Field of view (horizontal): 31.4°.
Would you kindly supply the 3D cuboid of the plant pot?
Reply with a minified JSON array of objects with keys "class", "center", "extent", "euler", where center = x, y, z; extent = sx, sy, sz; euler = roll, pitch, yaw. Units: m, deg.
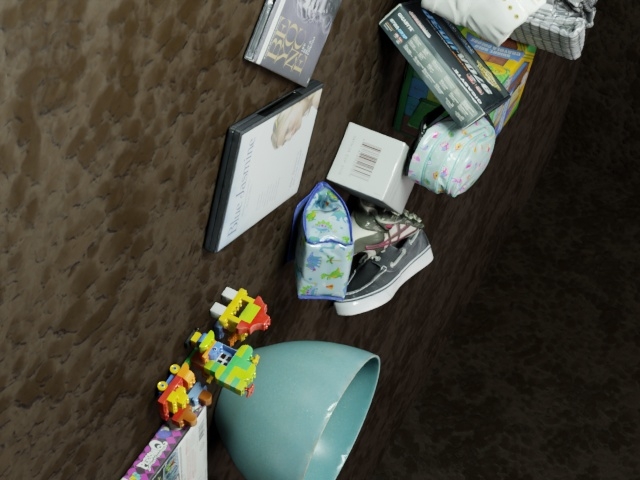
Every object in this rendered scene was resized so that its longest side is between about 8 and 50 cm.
[{"class":"plant pot","center":[-0.054,0.277,1.835],"extent":[0.290,0.195,0.290],"euler":[-56,162,-30]}]

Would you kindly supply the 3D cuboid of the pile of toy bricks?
[{"class":"pile of toy bricks","center":[-0.135,0.181,1.598],"extent":[0.212,0.105,0.118],"euler":[-56,161,-33]}]

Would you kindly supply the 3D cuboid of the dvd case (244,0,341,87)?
[{"class":"dvd case","center":[-0.024,-0.289,1.451],"extent":[0.164,0.018,0.221],"euler":[-68,164,6]}]

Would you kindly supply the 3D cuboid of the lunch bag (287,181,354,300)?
[{"class":"lunch bag","center":[0.000,0.000,1.810],"extent":[0.151,0.096,0.129],"euler":[-93,-170,-49]}]

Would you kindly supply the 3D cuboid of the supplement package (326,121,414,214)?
[{"class":"supplement package","center":[0.095,-0.119,1.919],"extent":[0.105,0.105,0.179],"euler":[-68,164,-1]}]

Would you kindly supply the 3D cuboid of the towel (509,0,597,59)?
[{"class":"towel","center":[0.328,-0.421,1.924],"extent":[0.121,0.284,0.235],"euler":[-69,165,5]}]

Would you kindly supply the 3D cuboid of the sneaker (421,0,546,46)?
[{"class":"sneaker","center":[0.264,-0.408,1.626],"extent":[0.108,0.169,0.292],"euler":[-50,168,-33]}]

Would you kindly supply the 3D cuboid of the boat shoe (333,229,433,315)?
[{"class":"boat shoe","center":[0.120,0.048,2.273],"extent":[0.301,0.108,0.102],"euler":[-34,114,-41]}]

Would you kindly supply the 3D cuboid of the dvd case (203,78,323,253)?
[{"class":"dvd case","center":[-0.074,-0.106,1.543],"extent":[0.253,0.022,0.180],"euler":[-41,150,-57]}]

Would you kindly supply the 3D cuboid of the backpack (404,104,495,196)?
[{"class":"backpack","center":[0.218,-0.146,1.885],"extent":[0.182,0.115,0.152],"euler":[-29,136,-57]}]

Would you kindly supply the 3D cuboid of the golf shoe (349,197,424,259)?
[{"class":"golf shoe","center":[0.107,-0.027,2.150],"extent":[0.120,0.105,0.273],"euler":[-53,161,13]}]

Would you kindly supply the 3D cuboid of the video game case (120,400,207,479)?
[{"class":"video game case","center":[-0.235,0.371,1.662],"extent":[0.210,0.042,0.232],"euler":[-54,160,-37]}]

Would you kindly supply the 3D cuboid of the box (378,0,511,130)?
[{"class":"box","center":[0.205,-0.291,1.844],"extent":[0.051,0.220,0.175],"euler":[-39,177,28]}]

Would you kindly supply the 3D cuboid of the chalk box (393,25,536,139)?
[{"class":"chalk box","center":[0.256,-0.278,2.085],"extent":[0.289,0.180,0.179],"euler":[-50,158,-48]}]
